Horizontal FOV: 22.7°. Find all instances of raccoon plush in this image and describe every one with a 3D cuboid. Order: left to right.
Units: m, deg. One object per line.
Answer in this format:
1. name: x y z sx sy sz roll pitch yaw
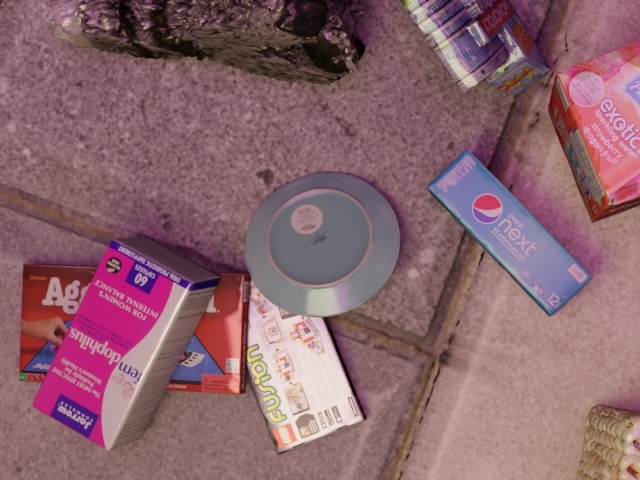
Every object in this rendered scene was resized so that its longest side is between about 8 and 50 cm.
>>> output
1. raccoon plush: -0.095 -0.368 1.872 0.447 0.216 0.299 10 80 7

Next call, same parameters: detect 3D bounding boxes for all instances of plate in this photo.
1. plate: 0.000 0.000 1.889 0.188 0.024 0.188 -4 67 9

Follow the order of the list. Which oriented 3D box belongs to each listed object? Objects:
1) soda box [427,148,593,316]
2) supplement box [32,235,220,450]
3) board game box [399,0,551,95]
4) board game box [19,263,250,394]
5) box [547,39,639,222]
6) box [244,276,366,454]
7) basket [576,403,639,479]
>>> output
1. soda box: 0.221 -0.008 1.871 0.067 0.071 0.210 -43 83 2
2. supplement box: -0.223 0.117 1.843 0.111 0.114 0.220 27 98 11
3. board game box: 0.182 -0.248 1.849 0.060 0.194 0.194 -34 97 27
4. board game box: -0.225 0.105 1.915 0.281 0.027 0.145 2 89 14
5. box: 0.344 -0.119 1.750 0.142 0.300 0.154 -21 84 5
6. box: -0.036 0.139 1.908 0.114 0.036 0.207 -22 85 5
7. basket: 0.429 0.329 1.694 0.328 0.331 0.266 9 87 3
